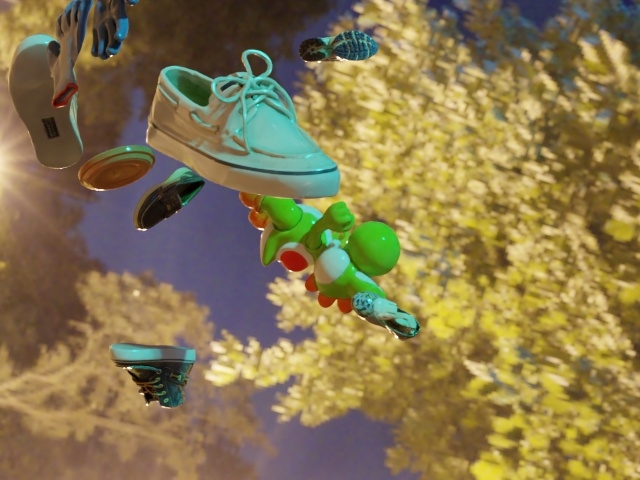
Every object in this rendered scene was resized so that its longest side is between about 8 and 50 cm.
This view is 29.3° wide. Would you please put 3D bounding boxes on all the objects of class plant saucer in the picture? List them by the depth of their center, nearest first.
[{"bbox_3d":[-0.215,-0.075,1.299,0.083,0.084,0.013,-46,-120,50],"label":"plant saucer"}]

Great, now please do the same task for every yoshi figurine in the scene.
[{"bbox_3d":[0.021,-0.016,2.436,0.362,0.204,0.203,41,-54,24],"label":"yoshi figurine"}]

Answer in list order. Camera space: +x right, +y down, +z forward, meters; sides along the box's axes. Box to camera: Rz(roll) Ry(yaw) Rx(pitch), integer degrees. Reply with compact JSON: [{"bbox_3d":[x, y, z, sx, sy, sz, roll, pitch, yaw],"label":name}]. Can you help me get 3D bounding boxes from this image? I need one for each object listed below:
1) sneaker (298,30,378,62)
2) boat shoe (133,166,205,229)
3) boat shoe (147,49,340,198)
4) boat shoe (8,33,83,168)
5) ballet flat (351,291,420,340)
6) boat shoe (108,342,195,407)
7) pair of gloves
[{"bbox_3d":[0.033,-0.329,2.094,0.058,0.135,0.052,-9,100,-79],"label":"sneaker"},{"bbox_3d":[-0.248,-0.068,2.008,0.152,0.049,0.056,-50,144,-36],"label":"boat shoe"},{"bbox_3d":[-0.100,-0.164,1.568,0.367,0.136,0.156,28,-62,50],"label":"boat shoe"},{"bbox_3d":[-0.398,-0.217,1.789,0.267,0.096,0.088,85,-11,-57],"label":"boat shoe"},{"bbox_3d":[0.087,0.092,1.528,0.041,0.114,0.041,-24,-130,33],"label":"ballet flat"},{"bbox_3d":[-0.224,0.182,1.635,0.065,0.183,0.083,6,-94,24],"label":"boat shoe"},{"bbox_3d":[-0.280,-0.262,1.498,0.198,0.023,0.159,-33,-130,38],"label":"pair of gloves"}]
